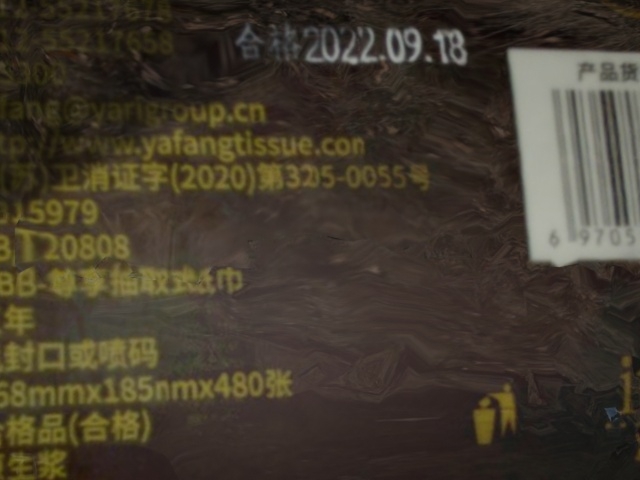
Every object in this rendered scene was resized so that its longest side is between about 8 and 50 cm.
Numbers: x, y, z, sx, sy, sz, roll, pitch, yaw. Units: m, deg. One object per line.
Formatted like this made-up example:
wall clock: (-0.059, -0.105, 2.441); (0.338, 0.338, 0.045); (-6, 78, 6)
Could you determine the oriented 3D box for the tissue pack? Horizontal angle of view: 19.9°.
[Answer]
tissue pack: (0.000, 0.000, 0.469); (0.198, 0.370, 0.210); (140, 129, -64)
